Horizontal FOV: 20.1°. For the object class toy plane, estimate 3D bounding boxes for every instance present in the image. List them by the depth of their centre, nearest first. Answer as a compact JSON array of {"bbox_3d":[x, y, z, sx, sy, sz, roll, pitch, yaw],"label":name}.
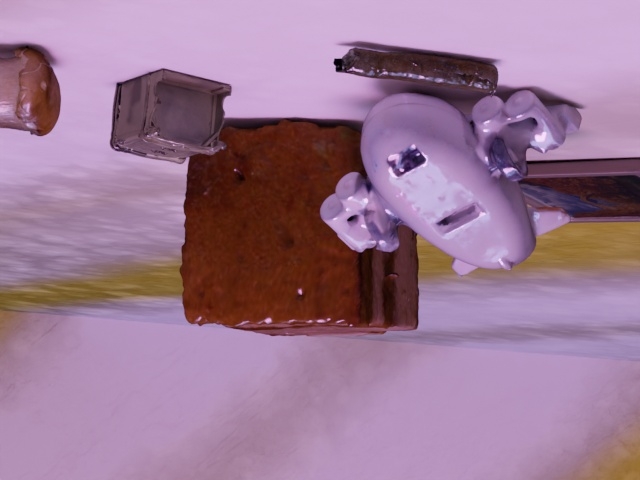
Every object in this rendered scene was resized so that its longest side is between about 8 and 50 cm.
[{"bbox_3d":[0.119,-0.053,1.587,0.245,0.117,0.244,-4,139,-3],"label":"toy plane"}]

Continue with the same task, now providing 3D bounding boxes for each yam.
[{"bbox_3d":[0.076,-0.135,1.429,0.129,0.027,0.033,5,-150,-12],"label":"yam"}]

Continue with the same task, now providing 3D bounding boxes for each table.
[{"bbox_3d":[-0.132,-0.108,1.599,0.079,0.062,0.083,10,169,-33],"label":"table"}]

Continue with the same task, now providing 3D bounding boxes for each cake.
[{"bbox_3d":[0.000,0.000,1.815,0.196,0.198,0.293,-4,172,20],"label":"cake"}]

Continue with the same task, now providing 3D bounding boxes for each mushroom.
[{"bbox_3d":[-0.325,-0.137,1.535,0.209,0.071,0.084,9,165,-2],"label":"mushroom"}]

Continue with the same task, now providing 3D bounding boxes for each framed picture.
[{"bbox_3d":[0.291,-0.049,1.872,0.184,0.016,0.250,-1,169,28],"label":"framed picture"}]
